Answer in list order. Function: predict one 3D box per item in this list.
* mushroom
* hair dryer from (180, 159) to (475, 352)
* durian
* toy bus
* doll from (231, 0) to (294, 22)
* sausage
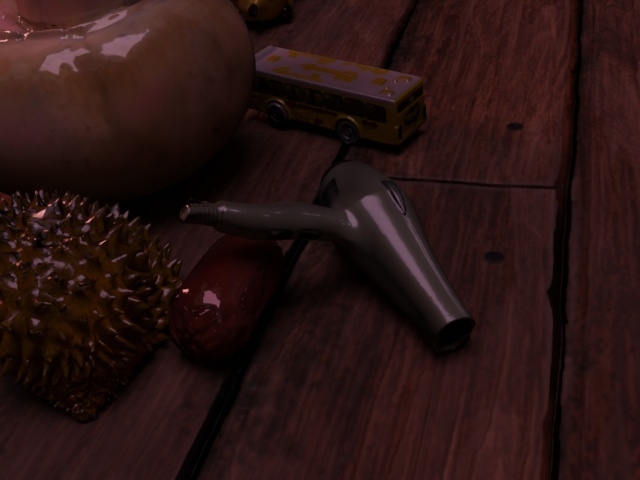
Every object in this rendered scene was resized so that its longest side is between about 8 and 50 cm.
[{"bbox_3d":[-0.239,-0.207,0.904,0.325,0.353,0.353,16,30,-22],"label":"mushroom"},{"bbox_3d":[0.030,0.016,0.687,0.219,0.088,0.225,40,34,27],"label":"hair dryer"},{"bbox_3d":[-0.221,0.020,0.716,0.183,0.138,0.249,-30,35,-16],"label":"durian"},{"bbox_3d":[0.011,-0.170,0.977,0.226,0.074,0.081,21,45,31],"label":"toy bus"},{"bbox_3d":[-0.052,-0.430,1.335,0.117,0.086,0.291,44,46,-2],"label":"doll"},{"bbox_3d":[-0.079,0.043,0.705,0.076,0.076,0.141,10,39,22],"label":"sausage"}]
